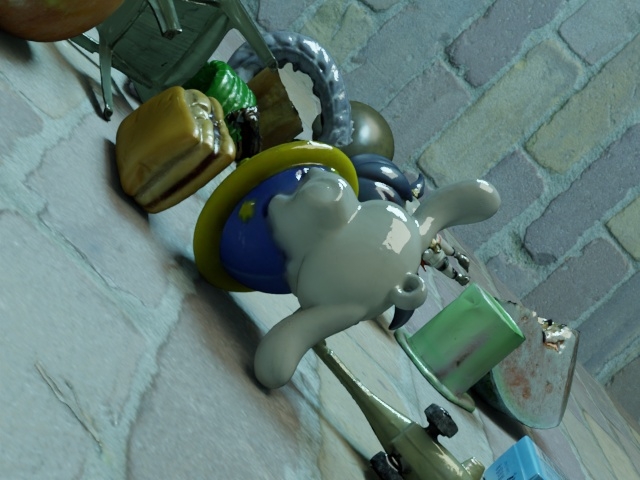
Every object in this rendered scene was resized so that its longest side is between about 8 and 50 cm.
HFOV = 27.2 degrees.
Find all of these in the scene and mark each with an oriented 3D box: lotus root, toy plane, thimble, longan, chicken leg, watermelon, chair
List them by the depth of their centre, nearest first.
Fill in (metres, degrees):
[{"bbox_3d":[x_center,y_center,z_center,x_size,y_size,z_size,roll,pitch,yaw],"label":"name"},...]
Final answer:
[{"bbox_3d":[0.064,0.181,1.325,0.286,0.092,0.108,48,-12,3],"label":"toy plane"},{"bbox_3d":[-0.211,-0.262,1.610,0.190,0.203,0.274,23,28,-41],"label":"chair"},{"bbox_3d":[-0.060,-0.053,1.662,0.253,0.106,0.051,58,-5,-29],"label":"chicken leg"},{"bbox_3d":[-0.148,-0.178,1.791,0.090,0.118,0.130,46,35,-27],"label":"thimble"},{"bbox_3d":[-0.093,-0.175,1.990,0.095,0.135,0.159,51,-4,18],"label":"lotus root"},{"bbox_3d":[-0.048,-0.226,2.156,0.236,0.205,0.172,46,8,0],"label":"thimble"},{"bbox_3d":[0.298,0.201,2.179,0.175,0.188,0.322,6,-16,46],"label":"watermelon"},{"bbox_3d":[0.059,-0.203,2.705,0.204,0.159,0.185,26,31,-41],"label":"longan"}]

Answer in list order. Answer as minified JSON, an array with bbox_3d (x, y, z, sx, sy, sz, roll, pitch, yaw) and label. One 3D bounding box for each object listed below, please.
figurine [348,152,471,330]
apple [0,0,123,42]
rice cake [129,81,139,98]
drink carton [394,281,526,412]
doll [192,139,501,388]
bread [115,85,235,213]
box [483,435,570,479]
[{"bbox_3d":[0.092,-0.007,1.912,0.265,0.197,0.175,61,-1,-30],"label":"figurine"},{"bbox_3d":[-0.307,-0.349,1.439,0.253,0.253,0.253,45,9,-9],"label":"apple"},{"bbox_3d":[-0.234,-0.240,1.849,0.049,0.055,0.270,45,10,-17],"label":"rice cake"},{"bbox_3d":[0.213,0.147,1.957,0.144,0.142,0.146,32,19,-55],"label":"drink carton"},{"bbox_3d":[0.018,-0.024,1.319,0.242,0.311,0.159,40,-28,58],"label":"doll"},{"bbox_3d":[-0.159,-0.105,1.408,0.077,0.116,0.200,48,8,-24],"label":"bread"},{"bbox_3d":[0.311,0.367,1.644,0.232,0.083,0.142,47,9,-6],"label":"box"}]
